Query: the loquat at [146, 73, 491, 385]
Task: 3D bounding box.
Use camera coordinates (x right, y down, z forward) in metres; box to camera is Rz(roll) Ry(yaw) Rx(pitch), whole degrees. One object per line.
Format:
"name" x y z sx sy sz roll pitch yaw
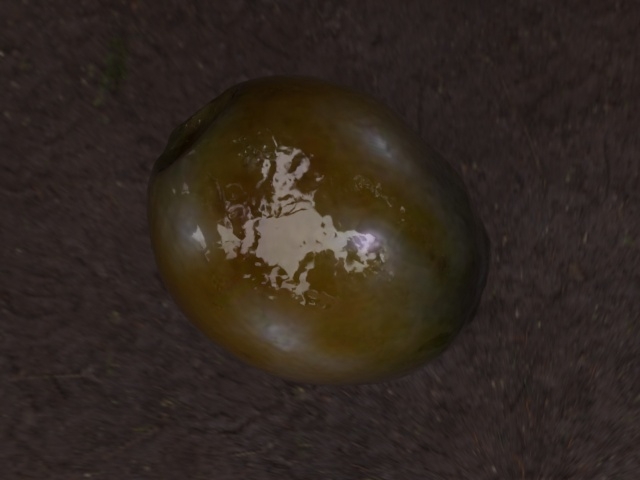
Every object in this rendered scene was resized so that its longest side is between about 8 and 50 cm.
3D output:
"loquat" 0.000 0.000 0.939 0.227 0.179 0.179 39 86 -26
